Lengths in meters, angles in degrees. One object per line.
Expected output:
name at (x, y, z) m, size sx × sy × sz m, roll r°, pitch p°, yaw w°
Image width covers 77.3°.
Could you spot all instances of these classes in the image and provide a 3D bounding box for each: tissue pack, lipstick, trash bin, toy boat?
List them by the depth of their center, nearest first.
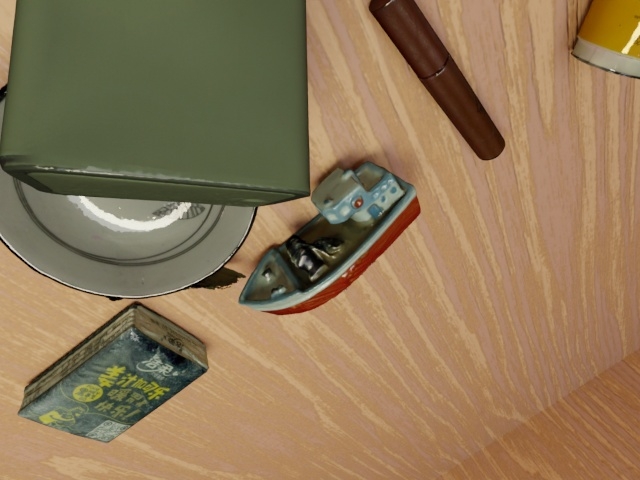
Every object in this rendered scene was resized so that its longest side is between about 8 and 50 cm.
trash bin at (-0.124, -0.209, 0.356) m, size 0.223 × 0.158 × 0.343 m, roll 3°, pitch 91°, yaw -25°
lipstick at (0.201, -0.244, 0.633) m, size 0.356 × 0.057 × 0.057 m, roll 33°, pitch 106°, yaw -37°
toy boat at (0.000, 0.000, 0.660) m, size 0.332 × 0.145 × 0.133 m, roll -43°, pitch 129°, yaw 2°
tissue pack at (-0.362, 0.251, 0.725) m, size 0.257 × 0.081 × 0.185 m, roll -37°, pitch 131°, yaw 4°

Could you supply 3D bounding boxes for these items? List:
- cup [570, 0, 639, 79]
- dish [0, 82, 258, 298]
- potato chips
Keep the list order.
cup at (0.511, -0.398, 0.586) m, size 0.196 × 0.196 × 0.280 m, roll -5°, pitch 134°, yaw -20°
dish at (-0.244, -0.077, 0.521) m, size 0.316 × 0.106 × 0.316 m, roll -9°, pitch 121°, yaw -14°
potato chips at (-0.218, 0.064, 0.628) m, size 0.209 × 0.142 × 0.026 m, roll -9°, pitch 104°, yaw -45°
